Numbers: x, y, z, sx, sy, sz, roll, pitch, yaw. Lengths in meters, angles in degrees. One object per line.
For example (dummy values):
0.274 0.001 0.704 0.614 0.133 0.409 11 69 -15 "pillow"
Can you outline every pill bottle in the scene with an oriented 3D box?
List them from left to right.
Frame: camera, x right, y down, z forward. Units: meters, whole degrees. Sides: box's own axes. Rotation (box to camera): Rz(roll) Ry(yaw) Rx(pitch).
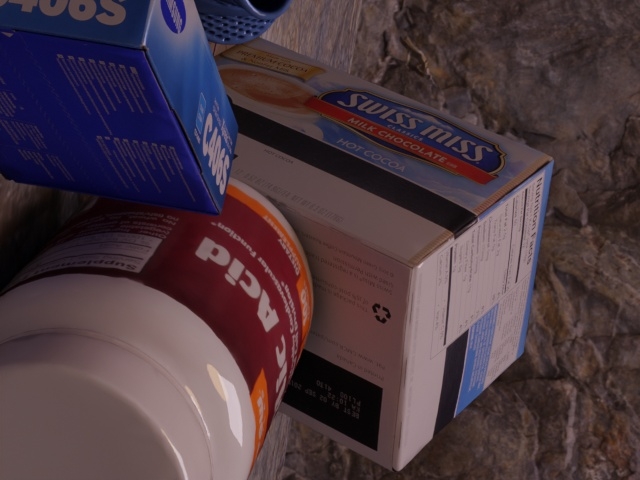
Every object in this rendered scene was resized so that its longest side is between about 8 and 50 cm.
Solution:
-0.141 0.100 1.281 0.392 0.224 0.224 -65 163 -69 "pill bottle"

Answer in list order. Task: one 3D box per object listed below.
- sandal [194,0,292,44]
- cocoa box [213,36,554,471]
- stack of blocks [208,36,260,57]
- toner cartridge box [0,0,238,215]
-0.060 -0.224 1.335 0.317 0.126 0.138 104 -29 -69 "sandal"
0.000 0.000 1.587 0.228 0.347 0.231 -36 141 -43 "cocoa box"
-0.104 -0.132 1.899 0.297 0.087 0.171 79 22 -72 "stack of blocks"
-0.156 -0.107 1.126 0.348 0.165 0.075 77 22 -75 "toner cartridge box"
